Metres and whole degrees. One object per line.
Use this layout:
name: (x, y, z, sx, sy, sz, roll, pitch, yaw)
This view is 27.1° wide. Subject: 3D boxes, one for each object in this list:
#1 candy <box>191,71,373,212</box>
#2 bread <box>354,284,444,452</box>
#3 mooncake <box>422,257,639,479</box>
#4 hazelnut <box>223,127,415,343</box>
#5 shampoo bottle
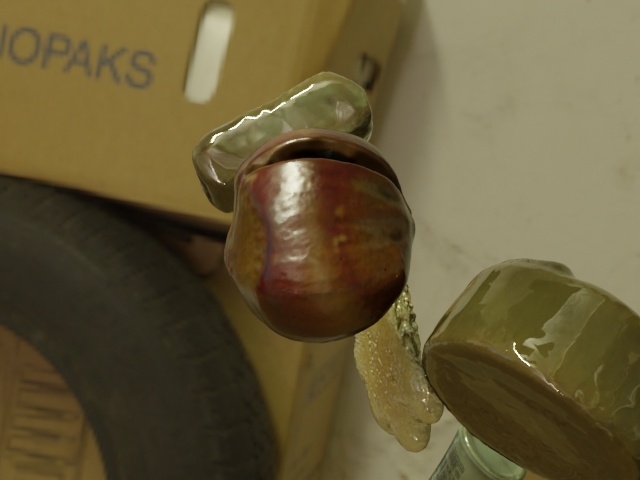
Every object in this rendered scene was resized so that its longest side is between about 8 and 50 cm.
candy: (-0.047, -0.123, 1.679, 0.234, 0.102, 0.104, -29, -11, -4)
bread: (0.086, 0.150, 1.678, 0.039, 0.182, 0.251, -3, 55, -22)
mooncake: (0.258, 0.146, 1.445, 0.284, 0.155, 0.284, 32, -21, 14)
hazelnut: (0.000, 0.000, 1.466, 0.217, 0.217, 0.252, 8, 44, -13)
shampoo bottle: (0.205, 0.363, 1.907, 0.087, 0.234, 0.118, -11, 52, -33)
